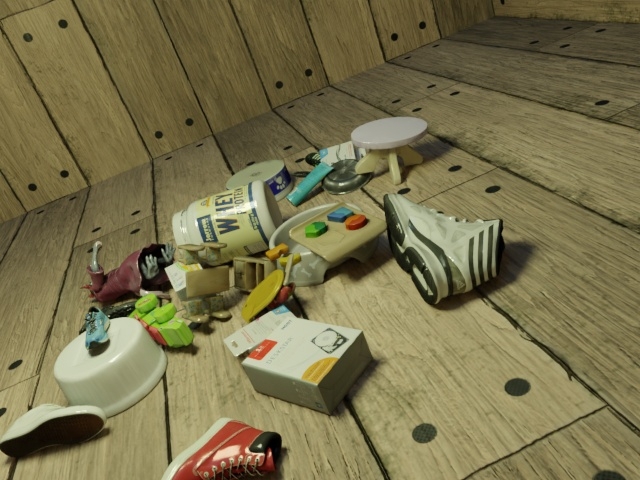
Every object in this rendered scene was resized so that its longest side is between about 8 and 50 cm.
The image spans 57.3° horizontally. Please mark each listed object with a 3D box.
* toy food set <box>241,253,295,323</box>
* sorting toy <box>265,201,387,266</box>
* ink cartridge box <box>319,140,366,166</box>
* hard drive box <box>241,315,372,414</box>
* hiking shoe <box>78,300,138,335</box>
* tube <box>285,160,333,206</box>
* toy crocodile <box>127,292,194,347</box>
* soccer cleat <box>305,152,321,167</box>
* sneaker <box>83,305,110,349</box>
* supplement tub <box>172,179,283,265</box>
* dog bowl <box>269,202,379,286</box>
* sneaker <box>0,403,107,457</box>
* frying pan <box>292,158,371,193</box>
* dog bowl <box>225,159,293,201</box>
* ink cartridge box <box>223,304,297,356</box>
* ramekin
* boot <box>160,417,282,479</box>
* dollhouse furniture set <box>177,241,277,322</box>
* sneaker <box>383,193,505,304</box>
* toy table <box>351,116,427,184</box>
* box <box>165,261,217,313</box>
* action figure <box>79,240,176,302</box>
[{"bbox_3d":[-0.123,0.152,1.591,0.218,0.071,0.128,-42,24,26],"label":"toy food set"},{"bbox_3d":[0.006,-0.014,1.663,0.307,0.041,0.229,-30,33,-20],"label":"sorting toy"},{"bbox_3d":[0.093,-0.337,2.378,0.180,0.060,0.104,-16,54,12],"label":"ink cartridge box"},{"bbox_3d":[-0.030,0.275,1.330,0.232,0.089,0.181,3,35,40],"label":"hard drive box"},{"bbox_3d":[-0.656,0.235,1.862,0.227,0.086,0.114,-22,30,-1],"label":"hiking shoe"},{"bbox_3d":[-0.043,-0.219,2.232,0.207,0.052,0.080,-46,48,-5],"label":"tube"},{"bbox_3d":[-0.465,0.241,1.684,0.105,0.115,0.341,-39,29,-27],"label":"toy crocodile"},{"bbox_3d":[-0.011,-0.336,2.498,0.179,0.060,0.072,10,47,44],"label":"soccer cleat"},{"bbox_3d":[-0.603,0.228,1.547,0.064,0.073,0.162,-25,27,-8],"label":"sneaker"},{"bbox_3d":[-0.305,-0.050,1.975,0.325,0.235,0.235,-18,27,7],"label":"supplement tub"},{"bbox_3d":[0.000,0.000,1.811,0.349,0.102,0.348,-17,26,9],"label":"dog bowl"},{"bbox_3d":[-0.653,0.439,1.454,0.290,0.105,0.123,-17,29,12],"label":"sneaker"},{"bbox_3d":[0.054,-0.275,2.281,0.197,0.053,0.326,-39,45,-21],"label":"frying pan"},{"bbox_3d":[-0.252,-0.229,2.417,0.265,0.104,0.264,-17,27,9],"label":"dog bowl"},{"bbox_3d":[-0.143,0.248,1.491,0.181,0.061,0.104,-29,27,-16],"label":"ink cartridge box"},{"bbox_3d":[-0.566,0.330,1.565,0.278,0.135,0.277,-17,26,9],"label":"ramekin"},{"bbox_3d":[-0.187,0.449,1.125,0.176,0.088,0.244,2,31,36],"label":"boot"},{"bbox_3d":[-0.265,0.113,1.677,0.242,0.212,0.161,-8,10,-43],"label":"dollhouse furniture set"},{"bbox_3d":[0.334,-0.008,1.562,0.258,0.169,0.447,-14,34,-5],"label":"sneaker"},{"bbox_3d":[0.253,-0.335,2.138,0.275,0.160,0.252,-3,39,5],"label":"toy table"},{"bbox_3d":[-0.400,0.141,1.823,0.103,0.114,0.203,-28,26,-13],"label":"box"},{"bbox_3d":[-0.661,0.142,2.010,0.370,0.248,0.275,-25,67,19],"label":"action figure"}]
